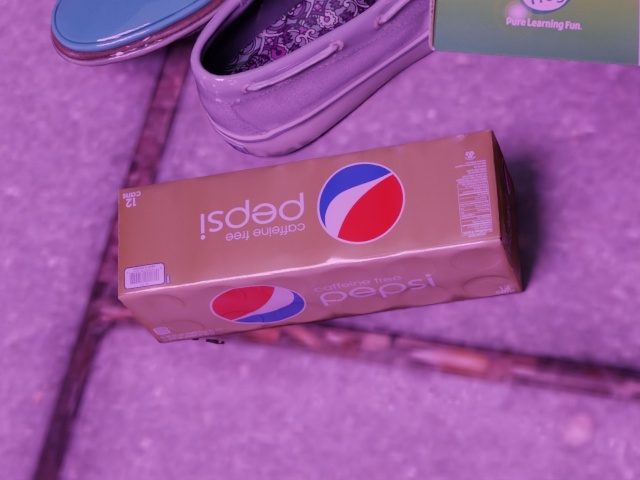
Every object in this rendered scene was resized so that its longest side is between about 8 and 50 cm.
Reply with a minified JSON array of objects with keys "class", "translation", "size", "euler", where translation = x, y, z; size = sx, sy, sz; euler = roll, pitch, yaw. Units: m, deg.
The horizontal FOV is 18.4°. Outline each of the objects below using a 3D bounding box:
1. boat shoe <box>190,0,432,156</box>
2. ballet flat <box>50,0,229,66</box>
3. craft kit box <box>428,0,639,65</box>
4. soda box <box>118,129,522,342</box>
[{"class":"boat shoe","translation":[0.031,-0.134,0.961],"size":[0.227,0.081,0.079],"euler":[-41,62,-5]},{"class":"ballet flat","translation":[-0.040,-0.151,0.999],"size":[0.213,0.068,0.072],"euler":[-40,63,1]},{"class":"craft kit box","translation":[0.175,-0.146,0.841],"size":[0.250,0.061,0.246],"euler":[5,29,4]},{"class":"soda box","translation":[0.000,0.000,0.920],"size":[0.181,0.061,0.058],"euler":[-8,64,13]}]
